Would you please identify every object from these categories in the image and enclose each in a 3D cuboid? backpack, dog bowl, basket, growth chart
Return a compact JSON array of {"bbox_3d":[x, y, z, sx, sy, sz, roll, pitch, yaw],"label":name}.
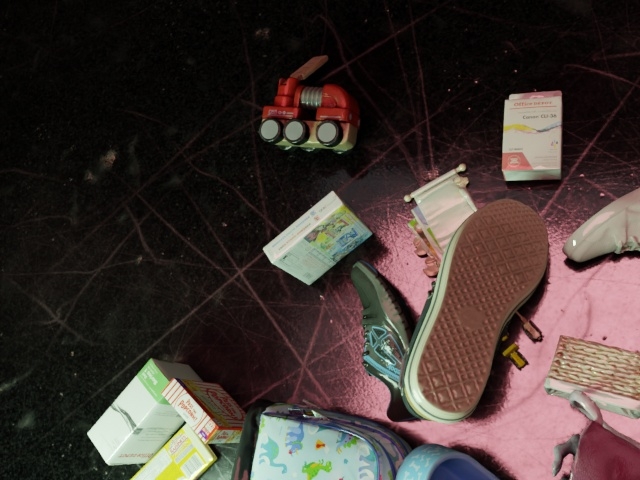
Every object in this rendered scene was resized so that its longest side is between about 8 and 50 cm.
[{"bbox_3d":[0.008,0.455,1.278,0.356,0.273,0.290,8,70,9],"label":"backpack"},{"bbox_3d":[0.265,0.474,1.158,0.297,0.074,0.166,39,62,-8],"label":"dog bowl"},{"bbox_3d":[0.498,0.243,1.209,0.167,0.113,0.103,13,76,24],"label":"basket"},{"bbox_3d":[0.269,-0.030,1.422,0.172,0.021,0.237,-25,68,13],"label":"growth chart"}]

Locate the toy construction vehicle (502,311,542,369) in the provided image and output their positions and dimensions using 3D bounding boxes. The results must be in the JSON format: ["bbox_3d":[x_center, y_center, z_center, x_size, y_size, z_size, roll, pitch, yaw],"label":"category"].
[{"bbox_3d":[0.385,0.188,1.313,0.086,0.035,0.098,-48,62,14],"label":"toy construction vehicle"}]

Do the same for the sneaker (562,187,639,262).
[{"bbox_3d":[0.613,-0.006,1.237,0.293,0.108,0.169,-32,63,8],"label":"sneaker"}]

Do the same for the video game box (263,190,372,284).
[{"bbox_3d":[0.000,0.000,1.415,0.187,0.205,0.048,-37,64,7],"label":"video game box"}]

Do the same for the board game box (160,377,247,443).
[{"bbox_3d":[-0.225,0.357,1.404,0.147,0.193,0.045,40,91,25],"label":"board game box"}]

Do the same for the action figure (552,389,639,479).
[{"bbox_3d":[0.570,0.426,1.075,0.370,0.248,0.275,7,71,30],"label":"action figure"}]

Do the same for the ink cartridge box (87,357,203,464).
[{"bbox_3d":[-0.373,0.376,1.473,0.092,0.160,0.219,42,92,27],"label":"ink cartridge box"}]

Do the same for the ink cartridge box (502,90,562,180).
[{"bbox_3d":[0.438,-0.228,1.388,0.115,0.067,0.198,0,75,21],"label":"ink cartridge box"}]

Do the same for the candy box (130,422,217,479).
[{"bbox_3d":[-0.332,0.513,1.492,0.206,0.027,0.105,-45,62,4],"label":"candy box"}]

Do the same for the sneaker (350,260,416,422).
[{"bbox_3d":[0.128,0.197,1.354,0.140,0.125,0.340,-32,66,12],"label":"sneaker"}]

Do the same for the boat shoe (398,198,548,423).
[{"bbox_3d":[0.282,0.122,1.262,0.187,0.156,0.500,29,61,4],"label":"boat shoe"}]

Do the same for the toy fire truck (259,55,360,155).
[{"bbox_3d":[-0.009,-0.329,1.560,0.217,0.158,0.246,7,88,23],"label":"toy fire truck"}]
